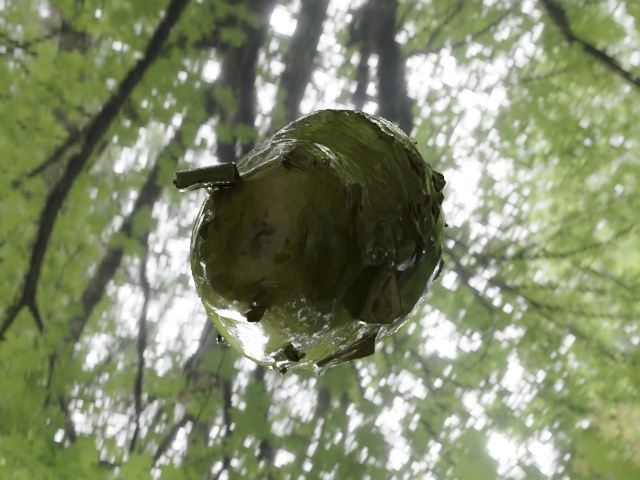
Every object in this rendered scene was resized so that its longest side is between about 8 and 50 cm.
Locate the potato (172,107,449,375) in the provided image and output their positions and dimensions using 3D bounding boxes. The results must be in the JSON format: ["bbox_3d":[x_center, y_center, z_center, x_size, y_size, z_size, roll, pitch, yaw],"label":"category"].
[{"bbox_3d":[0.000,0.000,0.648,0.090,0.117,0.225,1,-176,18],"label":"potato"}]
